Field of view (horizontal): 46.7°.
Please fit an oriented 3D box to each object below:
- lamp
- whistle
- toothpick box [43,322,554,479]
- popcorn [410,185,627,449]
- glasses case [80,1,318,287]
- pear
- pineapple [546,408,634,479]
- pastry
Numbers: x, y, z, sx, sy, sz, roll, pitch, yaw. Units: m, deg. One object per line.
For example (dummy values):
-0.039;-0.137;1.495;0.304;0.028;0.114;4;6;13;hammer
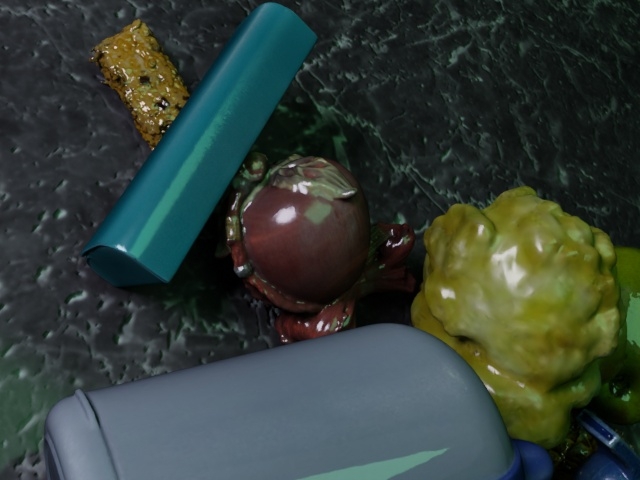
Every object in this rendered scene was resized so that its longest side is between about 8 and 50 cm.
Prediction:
-0.009;-0.004;0.770;0.215;0.151;0.223;-40;133;-33;lamp
0.298;0.251;0.771;0.158;0.090;0.090;42;49;-31;whistle
-0.001;0.196;0.556;0.355;0.263;0.262;-11;72;-26;toothpick box
0.209;0.074;0.785;0.235;0.241;0.250;29;11;14;popcorn
-0.118;-0.096;0.714;0.070;0.117;0.300;39;62;-27;glasses case
0.363;0.114;0.902;0.187;0.187;0.219;37;54;-10;pear
0.314;0.245;0.885;0.114;0.114;0.077;-76;149;-50;pineapple
-0.184;-0.165;0.791;0.080;0.056;0.140;-35;89;-27;pastry
